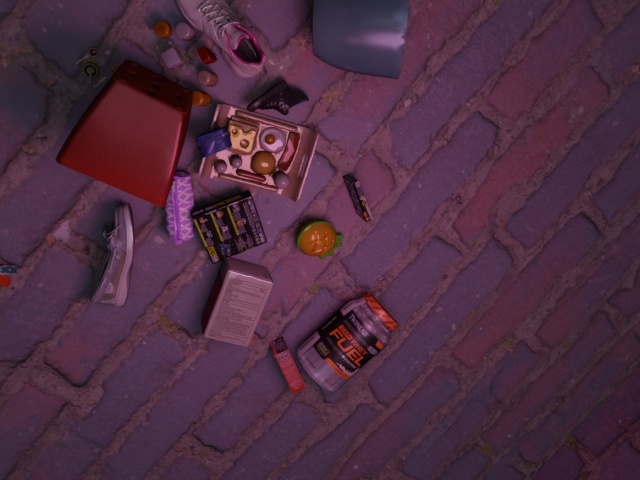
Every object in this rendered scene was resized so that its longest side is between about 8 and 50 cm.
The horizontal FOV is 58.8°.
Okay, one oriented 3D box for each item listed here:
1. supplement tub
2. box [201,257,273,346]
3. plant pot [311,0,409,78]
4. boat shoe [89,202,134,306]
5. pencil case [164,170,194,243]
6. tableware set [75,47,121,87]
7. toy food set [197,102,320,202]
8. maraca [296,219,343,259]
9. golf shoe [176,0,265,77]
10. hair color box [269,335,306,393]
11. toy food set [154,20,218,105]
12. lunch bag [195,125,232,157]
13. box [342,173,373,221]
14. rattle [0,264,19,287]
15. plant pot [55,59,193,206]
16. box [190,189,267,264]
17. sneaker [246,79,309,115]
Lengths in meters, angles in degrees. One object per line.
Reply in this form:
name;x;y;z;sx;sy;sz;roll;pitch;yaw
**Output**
supplement tub;0.093;0.329;1.870;0.316;0.193;0.193;-44;115;3
box;-0.260;0.187;1.755;0.149;0.127;0.232;18;104;-20
plant pot;0.097;-0.578;1.494;0.235;0.293;0.293;2;110;1
boat shoe;-0.590;0.044;1.620;0.103;0.118;0.320;6;115;-22
pencil case;-0.406;-0.101;1.630;0.086;0.088;0.206;-5;112;-11
tableware set;-0.559;-0.434;1.498;0.104;0.024;0.154;-36;114;-1
toy food set;-0.177;-0.247;1.635;0.306;0.092;0.219;13;106;-19
maraca;0.000;0.000;1.778;0.127;0.099;0.186;-46;140;13
golf shoe;-0.248;-0.559;1.470;0.115;0.140;0.306;-48;114;-5
hair color box;-0.110;0.416;1.901;0.053;0.093;0.167;-23;114;-6
toy food set;-0.342;-0.481;1.520;0.111;0.104;0.232;-29;97;11
lunch bag;-0.287;-0.273;1.541;0.098;0.067;0.065;-21;109;1
box;0.115;-0.132;1.758;0.027;0.094;0.137;-26;114;-5
rattle;-0.920;0.063;1.525;0.130;0.143;0.199;-39;110;-19
plant pot;-0.453;-0.287;1.416;0.267;0.267;0.235;24;115;-20
box;-0.267;-0.038;1.682;0.184;0.045;0.190;-21;133;-7
sneaker;-0.120;-0.388;1.610;0.170;0.051;0.089;-41;111;-18
